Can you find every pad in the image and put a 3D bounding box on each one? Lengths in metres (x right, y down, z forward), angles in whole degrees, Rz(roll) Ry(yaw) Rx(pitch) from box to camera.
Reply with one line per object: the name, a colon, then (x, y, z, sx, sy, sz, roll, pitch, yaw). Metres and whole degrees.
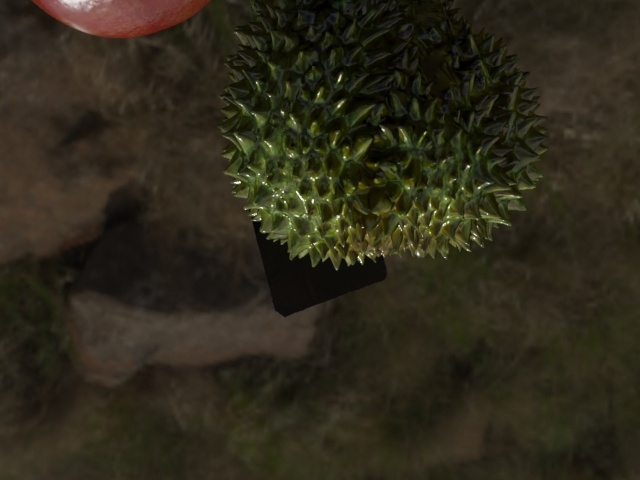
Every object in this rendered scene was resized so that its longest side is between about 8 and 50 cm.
pad: (0.000, 0.000, 1.293, 0.003, 0.112, 0.157, -11, -176, 44)

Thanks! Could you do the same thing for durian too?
durian: (0.034, -0.096, 1.165, 0.291, 0.291, 0.224, 19, 133, -15)

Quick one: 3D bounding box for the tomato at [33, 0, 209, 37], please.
tomato: (-0.215, -0.394, 1.528, 0.293, 0.325, 0.290, -45, 159, 24)
